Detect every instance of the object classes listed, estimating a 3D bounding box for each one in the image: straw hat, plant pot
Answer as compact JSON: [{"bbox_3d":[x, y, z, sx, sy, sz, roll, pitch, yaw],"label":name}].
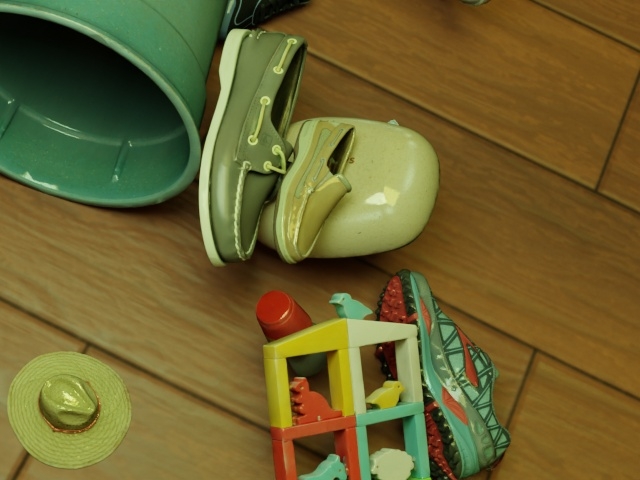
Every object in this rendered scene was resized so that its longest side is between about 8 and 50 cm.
[{"bbox_3d":[-0.284,0.182,1.339,0.145,0.061,0.144,5,66,-10],"label":"straw hat"},{"bbox_3d":[-0.258,-0.273,1.403,0.341,0.341,0.334,18,59,-4],"label":"plant pot"}]

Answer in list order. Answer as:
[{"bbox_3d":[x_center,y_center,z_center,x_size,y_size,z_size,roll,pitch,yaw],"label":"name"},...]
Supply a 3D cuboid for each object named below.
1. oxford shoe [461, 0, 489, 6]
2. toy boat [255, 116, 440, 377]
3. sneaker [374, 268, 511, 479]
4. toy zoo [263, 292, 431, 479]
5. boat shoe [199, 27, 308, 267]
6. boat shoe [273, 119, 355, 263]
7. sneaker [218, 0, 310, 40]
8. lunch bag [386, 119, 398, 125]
[{"bbox_3d":[0.062,-0.461,1.629,0.130,0.169,0.449,-38,72,-26],"label":"oxford shoe"},{"bbox_3d":[0.000,0.000,1.432,0.268,0.148,0.318,7,63,23],"label":"toy boat"},{"bbox_3d":[0.150,0.158,1.438,0.125,0.104,0.261,-6,72,-33],"label":"sneaker"},{"bbox_3d":[0.033,0.205,1.330,0.192,0.030,0.293,-6,90,-32],"label":"toy zoo"},{"bbox_3d":[-0.075,-0.112,1.369,0.091,0.109,0.305,1,65,12],"label":"boat shoe"},{"bbox_3d":[-0.001,-0.060,1.334,0.072,0.068,0.190,0,60,22],"label":"boat shoe"},{"bbox_3d":[-0.058,-0.343,1.598,0.090,0.081,0.232,32,65,8],"label":"sneaker"},{"bbox_3d":[0.086,-0.101,1.531,0.053,0.071,0.083,-21,74,-21],"label":"lunch bag"}]
